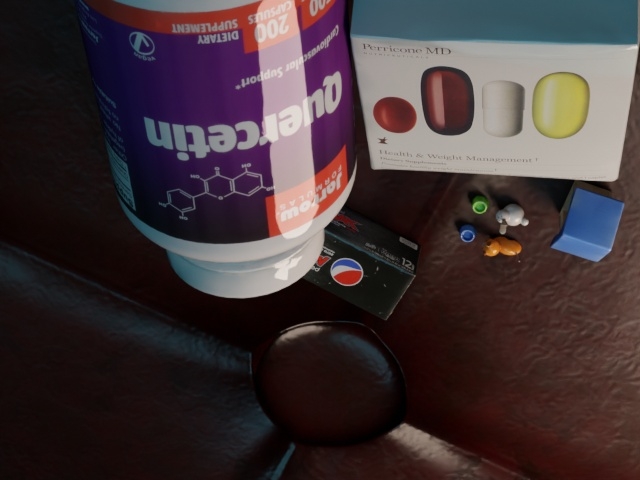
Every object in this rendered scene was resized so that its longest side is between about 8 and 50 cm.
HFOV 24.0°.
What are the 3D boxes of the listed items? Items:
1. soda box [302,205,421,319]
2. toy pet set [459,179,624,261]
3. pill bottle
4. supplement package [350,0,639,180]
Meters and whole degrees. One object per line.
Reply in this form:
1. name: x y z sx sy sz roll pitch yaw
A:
1. soda box: 0.000 0.000 1.313 0.169 0.053 0.060 28 122 -6
2. toy pet set: 0.186 -0.019 1.262 0.114 0.065 0.122 18 122 -1
3. pill bottle: -0.067 -0.112 1.051 0.182 0.181 0.323 3 136 8
4. supplement package: 0.129 -0.154 1.092 0.194 0.149 0.203 3 157 8
